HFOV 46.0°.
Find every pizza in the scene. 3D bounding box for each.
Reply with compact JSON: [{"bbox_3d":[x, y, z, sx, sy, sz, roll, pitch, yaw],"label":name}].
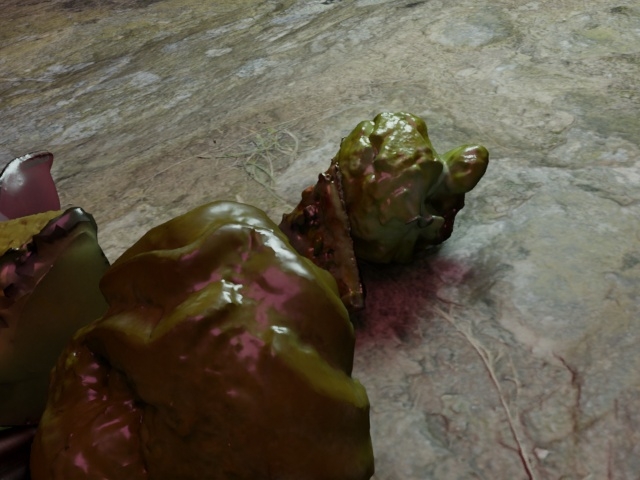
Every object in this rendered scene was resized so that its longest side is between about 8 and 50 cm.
[{"bbox_3d":[0.000,0.000,0.877,0.036,0.176,0.185,-3,32,-43],"label":"pizza"}]

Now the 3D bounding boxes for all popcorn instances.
[{"bbox_3d":[0.104,-0.066,0.935,0.213,0.198,0.198,-4,33,-6],"label":"popcorn"}]

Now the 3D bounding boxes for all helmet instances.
[{"bbox_3d":[-0.426,0.007,0.977,0.198,0.154,0.253,-32,1,44],"label":"helmet"}]

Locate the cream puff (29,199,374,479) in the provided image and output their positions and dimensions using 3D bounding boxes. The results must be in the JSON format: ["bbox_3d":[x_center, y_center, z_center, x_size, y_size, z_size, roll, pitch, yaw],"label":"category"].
[{"bbox_3d":[-0.109,0.115,0.632,0.270,0.274,0.323,-9,30,-16],"label":"cream puff"}]

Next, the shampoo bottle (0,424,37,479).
[{"bbox_3d":[-0.285,0.190,0.553,0.129,0.084,0.323,-19,-6,-11],"label":"shampoo bottle"}]

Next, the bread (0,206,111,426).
[{"bbox_3d":[-0.333,0.094,0.791,0.262,0.204,0.163,-30,27,-23],"label":"bread"}]
